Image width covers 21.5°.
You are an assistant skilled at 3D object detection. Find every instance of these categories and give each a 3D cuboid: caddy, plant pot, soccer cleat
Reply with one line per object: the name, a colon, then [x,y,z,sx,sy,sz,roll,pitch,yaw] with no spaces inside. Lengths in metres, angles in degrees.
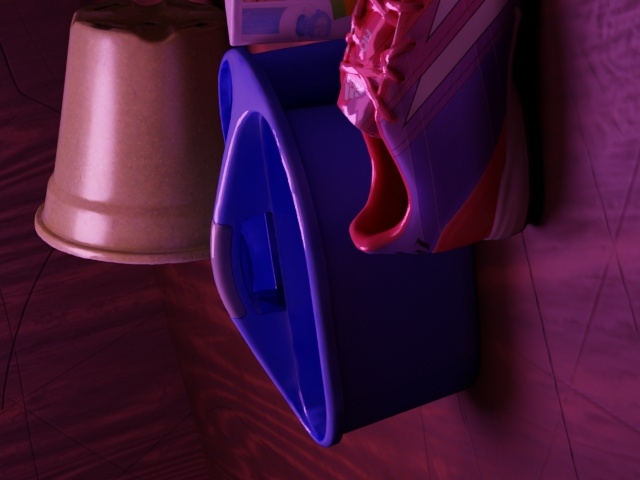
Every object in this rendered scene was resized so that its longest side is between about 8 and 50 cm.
caddy: [0.000,0.000,1.339,0.241,0.179,0.341,-123,21,-53]
plant pot: [-0.193,-0.139,1.942,0.276,0.276,0.254,-129,38,-63]
soccer cleat: [0.062,-0.128,1.032,0.108,0.116,0.318,-122,20,-54]

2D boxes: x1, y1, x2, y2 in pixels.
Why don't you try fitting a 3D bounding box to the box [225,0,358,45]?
box: [-0.014,-0.242,1.208,0.203,0.114,0.103,95,170,-60]
